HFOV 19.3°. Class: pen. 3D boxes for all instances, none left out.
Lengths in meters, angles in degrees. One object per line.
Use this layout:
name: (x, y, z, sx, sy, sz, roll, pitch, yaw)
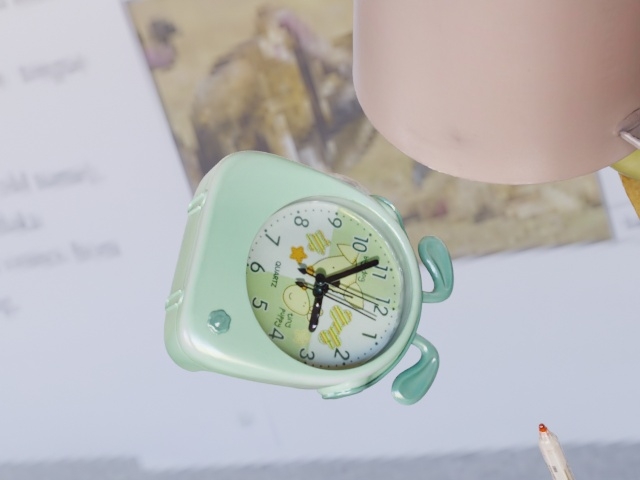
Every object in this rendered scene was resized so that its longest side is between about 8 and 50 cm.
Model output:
pen: (0.276, 0.266, 2.157, 0.026, 0.218, 0.026, -11, 50, 14)

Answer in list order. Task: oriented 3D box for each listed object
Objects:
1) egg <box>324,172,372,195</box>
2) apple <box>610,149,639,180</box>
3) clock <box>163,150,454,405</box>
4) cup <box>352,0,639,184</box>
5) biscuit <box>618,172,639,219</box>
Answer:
egg: (0.000, 0.000, 1.817, 0.132, 0.132, 0.172, -11, 26, 22)
apple: (0.374, -0.180, 1.916, 0.262, 0.262, 0.262, -16, 17, 5)
clock: (-0.003, 0.034, 1.243, 0.188, 0.148, 0.060, 19, -19, -16)
cup: (0.133, -0.151, 1.048, 0.191, 0.200, 0.253, -34, 55, -26)
biscuit: (0.395, -0.048, 2.137, 0.057, 0.287, 0.344, -32, 14, 14)
